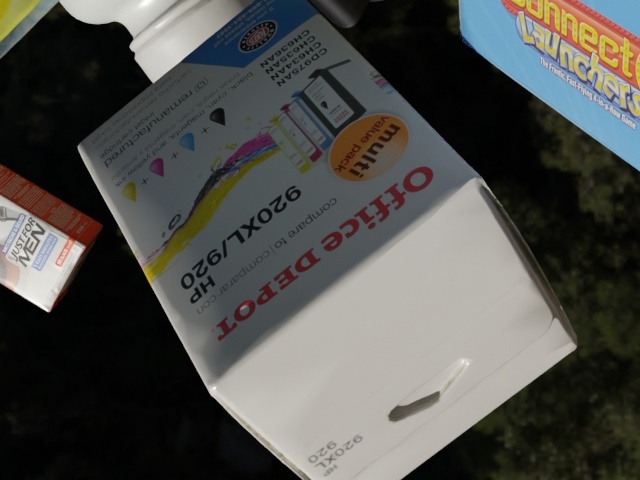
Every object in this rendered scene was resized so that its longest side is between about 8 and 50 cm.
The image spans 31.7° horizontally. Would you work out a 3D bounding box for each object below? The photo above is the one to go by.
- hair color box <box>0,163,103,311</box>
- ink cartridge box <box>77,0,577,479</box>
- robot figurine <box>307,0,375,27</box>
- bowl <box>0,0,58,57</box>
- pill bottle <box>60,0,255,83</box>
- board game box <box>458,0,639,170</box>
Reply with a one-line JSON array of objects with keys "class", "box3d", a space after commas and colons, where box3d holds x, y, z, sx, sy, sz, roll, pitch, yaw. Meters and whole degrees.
[{"class": "hair color box", "box3d": [-0.313, -0.014, 1.110, 0.093, 0.167, 0.053, -57, 4, 27]}, {"class": "ink cartridge box", "box3d": [0.000, 0.000, 0.659, 0.168, 0.171, 0.232, 50, -177, -45]}, {"class": "robot figurine", "box3d": [0.037, -0.367, 1.185, 0.173, 0.209, 0.278, 90, -155, -81]}, {"class": "bowl", "box3d": [-0.144, -0.162, 0.428, 0.156, 0.289, 0.289, 45, -159, -17]}, {"class": "pill bottle", "box3d": [-0.158, -0.276, 0.846, 0.318, 0.176, 0.176, 55, -169, -9]}, {"class": "board game box", "box3d": [0.265, -0.111, 0.476, 0.308, 0.302, 0.086, 48, 156, 45]}]
